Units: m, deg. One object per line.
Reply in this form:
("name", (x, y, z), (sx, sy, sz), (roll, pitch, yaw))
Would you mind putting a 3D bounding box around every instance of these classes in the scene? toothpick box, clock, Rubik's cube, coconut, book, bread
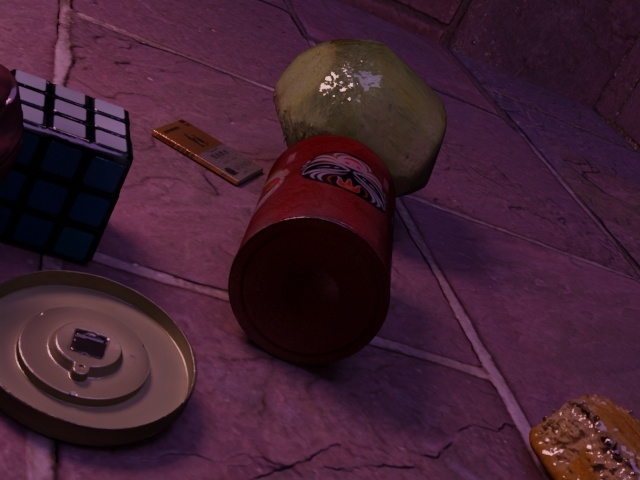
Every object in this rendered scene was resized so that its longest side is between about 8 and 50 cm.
("toothpick box", (0.000, 0.000, 1.396), (0.204, 0.204, 0.333), (26, 23, -5))
("clock", (-0.241, 0.114, 1.060), (0.234, 0.029, 0.235), (18, 33, -12))
("Rubik's cube", (-0.334, -0.091, 1.265), (0.160, 0.162, 0.163), (19, 23, -22))
("coconut", (0.075, -0.190, 1.792), (0.328, 0.281, 0.328), (36, -10, 8))
("book", (-0.190, -0.151, 1.746), (0.172, 0.012, 0.118), (31, 22, 8))
("bread", (0.378, 0.299, 1.292), (0.174, 0.121, 0.245), (23, 17, -33))

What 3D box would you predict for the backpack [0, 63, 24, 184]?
("backpack", (-0.458, -0.095, 1.039), (0.283, 0.197, 0.317), (30, 46, 9))
